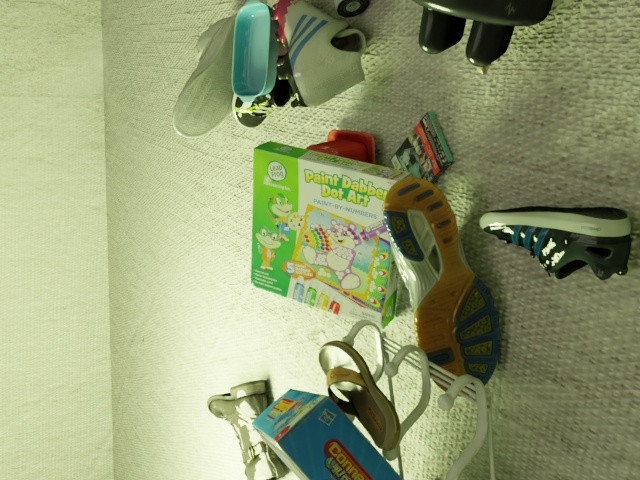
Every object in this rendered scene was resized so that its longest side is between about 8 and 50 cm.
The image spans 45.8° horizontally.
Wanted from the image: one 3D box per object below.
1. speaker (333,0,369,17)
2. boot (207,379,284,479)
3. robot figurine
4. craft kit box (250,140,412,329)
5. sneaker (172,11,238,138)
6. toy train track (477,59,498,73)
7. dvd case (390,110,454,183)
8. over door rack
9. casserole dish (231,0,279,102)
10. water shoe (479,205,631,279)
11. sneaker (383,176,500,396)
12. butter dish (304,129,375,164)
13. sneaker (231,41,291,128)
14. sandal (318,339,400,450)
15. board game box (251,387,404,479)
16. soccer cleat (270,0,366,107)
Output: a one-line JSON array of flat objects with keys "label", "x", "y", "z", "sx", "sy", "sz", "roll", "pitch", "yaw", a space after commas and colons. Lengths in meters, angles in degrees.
[{"label": "speaker", "x": 0.034, "y": -0.430, "z": 1.217, "sx": 0.055, "sy": 0.055, "sz": 0.136, "roll": -46, "pitch": 54, "yaw": 54}, {"label": "boot", "x": -0.170, "y": 0.446, "z": 1.694, "sx": 0.263, "sy": 0.091, "sz": 0.229, "roll": -39, "pitch": 59, "yaw": 55}, {"label": "robot figurine", "x": 0.185, "y": -0.336, "z": 0.819, "sx": 0.174, "sy": 0.209, "sz": 0.278, "roll": -116, "pitch": 32, "yaw": -57}, {"label": "craft kit box", "x": 0.008, "y": -0.011, "z": 1.183, "sx": 0.249, "sy": 0.061, "sz": 0.247, "roll": 15, "pitch": 114, "yaw": 25}, {"label": "sneaker", "x": -0.228, "y": -0.346, "z": 1.596, "sx": 0.293, "sy": 0.108, "sz": 0.169, "roll": -58, "pitch": 27, "yaw": -4}, {"label": "toy train track", "x": 0.208, "y": -0.254, "z": 0.960, "sx": 0.048, "sy": 0.014, "sz": 0.083, "roll": 37, "pitch": 126, "yaw": 54}, {"label": "dvd case", "x": 0.145, "y": -0.117, "z": 1.100, "sx": 0.119, "sy": 0.013, "sz": 0.087, "roll": -52, "pitch": 49, "yaw": 51}, {"label": "over door rack", "x": 0.136, "y": 0.283, "z": 0.974, "sx": 0.239, "sy": 0.108, "sz": 0.324, "roll": 24, "pitch": 137, "yaw": 59}, {"label": "casserole dish", "x": -0.117, "y": -0.348, "z": 1.396, "sx": 0.114, "sy": 0.037, "sz": 0.189, "roll": 11, "pitch": 100, "yaw": 48}, {"label": "water shoe", "x": 0.253, "y": 0.004, "z": 0.853, "sx": 0.203, "sy": 0.072, "sz": 0.080, "roll": 6, "pitch": 102, "yaw": 62}, {"label": "sneaker", "x": 0.164, "y": 0.057, "z": 1.024, "sx": 0.131, "sy": 0.111, "sz": 0.297, "roll": -38, "pitch": -66, "yaw": -85}, {"label": "butter dish", "x": 0.010, "y": -0.099, "z": 1.244, "sx": 0.160, "sy": 0.118, "sz": 0.160, "roll": 20, "pitch": 112, "yaw": 60}, {"label": "sneaker", "x": -0.108, "y": -0.286, "z": 1.473, "sx": 0.235, "sy": 0.084, "sz": 0.097, "roll": -59, "pitch": 46, "yaw": 48}, {"label": "sandal", "x": 0.037, "y": 0.189, "z": 0.942, "sx": 0.180, "sy": 0.049, "sz": 0.072, "roll": 52, "pitch": 139, "yaw": 46}, {"label": "board game box", "x": 0.051, "y": 0.346, "z": 1.035, "sx": 0.308, "sy": 0.086, "sz": 0.302, "roll": 49, "pitch": 166, "yaw": -1}, {"label": "soccer cleat", "x": 0.002, "y": -0.326, "z": 1.258, "sx": 0.331, "sy": 0.143, "sz": 0.116, "roll": -98, "pitch": -12, "yaw": -50}]
